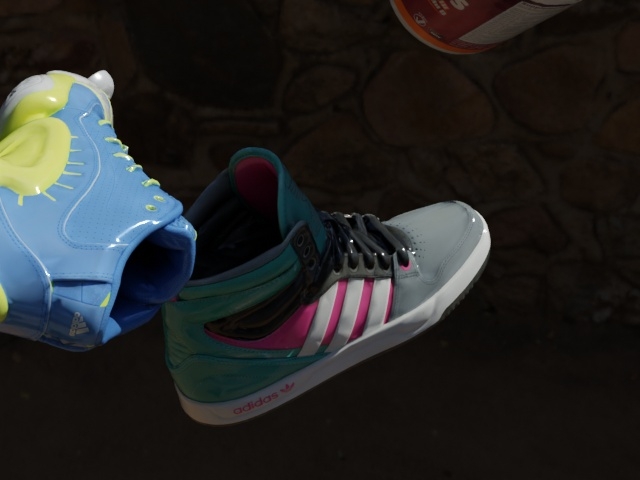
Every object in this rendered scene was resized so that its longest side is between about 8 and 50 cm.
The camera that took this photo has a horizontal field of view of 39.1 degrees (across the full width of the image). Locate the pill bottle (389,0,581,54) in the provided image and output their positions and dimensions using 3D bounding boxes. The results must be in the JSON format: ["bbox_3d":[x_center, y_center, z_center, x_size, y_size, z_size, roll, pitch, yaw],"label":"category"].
[{"bbox_3d":[0.133,-0.205,0.594,0.121,0.121,0.221,-3,-1,-16],"label":"pill bottle"}]

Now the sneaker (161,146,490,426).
[{"bbox_3d":[0.000,0.000,0.695,0.296,0.178,0.124,-30,39,-19],"label":"sneaker"}]

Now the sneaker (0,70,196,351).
[{"bbox_3d":[-0.121,-0.012,0.465,0.126,0.091,0.240,18,29,-4],"label":"sneaker"}]

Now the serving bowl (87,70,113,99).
[{"bbox_3d":[-0.301,-0.184,1.190,0.027,0.083,0.083,40,38,0],"label":"serving bowl"}]
